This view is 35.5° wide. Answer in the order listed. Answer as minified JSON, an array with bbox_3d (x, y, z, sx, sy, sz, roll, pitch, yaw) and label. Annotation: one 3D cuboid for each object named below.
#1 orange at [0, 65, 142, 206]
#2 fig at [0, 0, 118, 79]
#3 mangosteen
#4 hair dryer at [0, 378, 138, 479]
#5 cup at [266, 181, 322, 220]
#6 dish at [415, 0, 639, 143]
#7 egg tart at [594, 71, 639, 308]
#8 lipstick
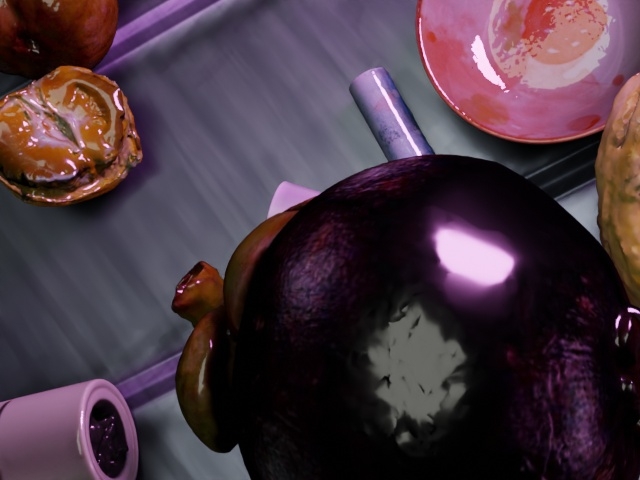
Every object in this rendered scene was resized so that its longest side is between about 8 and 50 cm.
[{"bbox_3d":[-0.285,-0.110,1.109,0.170,0.112,0.160,16,78,-16],"label":"orange"},{"bbox_3d":[-0.306,-0.319,1.146,0.170,0.145,0.274,1,68,14],"label":"fig"},{"bbox_3d":[0.058,0.121,0.852,0.435,0.382,0.382,-6,79,27],"label":"mangosteen"},{"bbox_3d":[-0.278,0.341,1.039,0.203,0.128,0.362,-15,85,11],"label":"hair dryer"},{"bbox_3d":[0.000,0.000,1.041,0.116,0.074,0.104,14,109,12],"label":"cup"},{"bbox_3d":[0.230,-0.215,1.000,0.260,0.085,0.260,-2,82,16],"label":"dish"},{"bbox_3d":[0.405,-0.058,0.871,0.345,0.132,0.345,3,105,10],"label":"egg tart"},{"bbox_3d":[0.084,-0.105,1.040,0.048,0.048,0.158,-30,74,9],"label":"lipstick"}]
